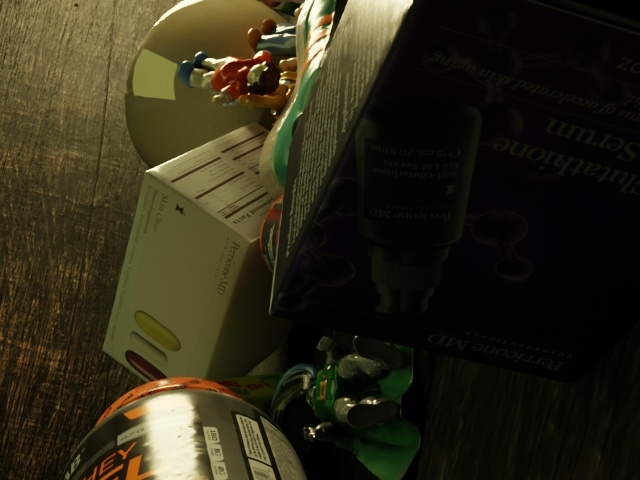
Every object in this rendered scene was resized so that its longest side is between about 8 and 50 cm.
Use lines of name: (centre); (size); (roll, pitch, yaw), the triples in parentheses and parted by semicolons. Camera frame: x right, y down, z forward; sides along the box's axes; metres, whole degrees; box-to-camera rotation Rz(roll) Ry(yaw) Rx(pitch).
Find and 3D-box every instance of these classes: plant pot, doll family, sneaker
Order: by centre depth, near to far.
sneaker: (-0.034, 0.209, 0.921); (0.078, 0.067, 0.188); (-112, 38, -79)
sneaker: (0.031, -0.179, 1.040); (0.121, 0.108, 0.302); (-21, 49, 56)
doll family: (-0.027, -0.220, 1.174); (0.263, 0.163, 0.118); (-53, -44, -24)
plant pot: (-0.094, -0.177, 1.343); (0.191, 0.284, 0.284); (31, 111, 41)

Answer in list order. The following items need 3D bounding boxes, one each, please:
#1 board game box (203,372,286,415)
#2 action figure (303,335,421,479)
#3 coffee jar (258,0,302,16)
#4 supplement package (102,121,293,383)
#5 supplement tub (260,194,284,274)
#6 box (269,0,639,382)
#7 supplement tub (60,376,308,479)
board game box: (-0.089, 0.183, 0.958); (0.043, 0.181, 0.092); (30, 109, 42)
action figure: (0.022, 0.118, 0.769); (0.232, 0.063, 0.137); (127, 152, -74)
coffee jar: (-0.052, -0.392, 1.502); (0.096, 0.184, 0.079); (119, 162, -55)
supplement package: (-0.112, 0.030, 1.141); (0.204, 0.145, 0.262); (-35, -28, -51)
supplement tub: (0.000, 0.000, 0.908); (0.198, 0.106, 0.106); (-162, 86, -80)
box: (0.078, -0.046, 0.406); (0.207, 0.153, 0.108); (114, 165, -51)
supplement tub: (-0.093, 0.243, 0.724); (0.338, 0.207, 0.207); (-127, 52, -69)
